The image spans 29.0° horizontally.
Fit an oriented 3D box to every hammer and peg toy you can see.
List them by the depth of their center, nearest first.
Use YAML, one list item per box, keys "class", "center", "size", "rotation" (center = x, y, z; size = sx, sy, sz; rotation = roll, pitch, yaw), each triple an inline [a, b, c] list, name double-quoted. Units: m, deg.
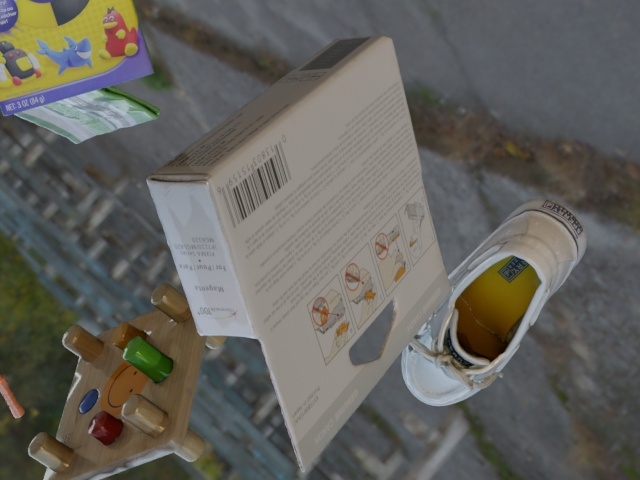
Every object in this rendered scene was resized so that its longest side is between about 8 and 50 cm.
- class: "hammer and peg toy"
  center: [-0.271, 0.244, 1.642]
  size: [0.266, 0.361, 0.127]
  rotation: [-24, 130, 33]

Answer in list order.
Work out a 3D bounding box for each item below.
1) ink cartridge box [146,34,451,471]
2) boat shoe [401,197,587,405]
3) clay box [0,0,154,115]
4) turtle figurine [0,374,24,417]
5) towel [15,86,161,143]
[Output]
- class: "ink cartridge box"
  center: [0.000, 0.000, 0.957]
  size: [0.060, 0.275, 0.239]
  rotation: [1, 119, 33]
- class: "boat shoe"
  center: [0.176, 0.113, 1.458]
  size: [0.136, 0.156, 0.367]
  rotation: [41, 136, 4]
- class: "clay box"
  center: [-0.221, -0.220, 0.957]
  size: [0.053, 0.127, 0.222]
  rotation: [-115, 9, -63]
- class: "turtle figurine"
  center: [-0.379, 0.131, 1.126]
  size: [0.217, 0.087, 0.269]
  rotation: [47, 142, 13]
- class: "towel"
  center: [-0.274, -0.149, 1.433]
  size: [0.152, 0.023, 0.113]
  rotation: [-8, 159, 41]
